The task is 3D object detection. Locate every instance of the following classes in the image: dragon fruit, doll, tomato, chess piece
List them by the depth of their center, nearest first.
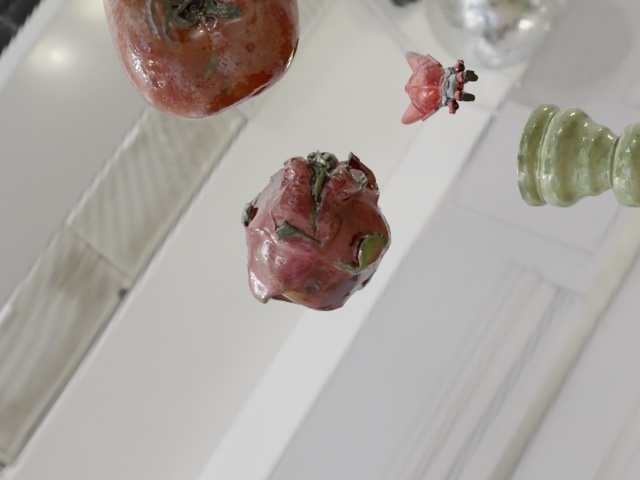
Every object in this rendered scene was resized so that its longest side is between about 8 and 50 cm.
[{"bbox_3d":[-0.132,-0.255,1.391,0.237,0.237,0.095,-63,5,-6],"label":"tomato"},{"bbox_3d":[0.008,-0.020,1.514,0.269,0.198,0.200,-20,-51,-65],"label":"dragon fruit"},{"bbox_3d":[0.404,-0.100,1.655,0.144,0.251,0.144,-22,-63,-53],"label":"chess piece"},{"bbox_3d":[0.163,-0.219,1.777,0.057,0.169,0.109,2,-85,-22],"label":"doll"}]
